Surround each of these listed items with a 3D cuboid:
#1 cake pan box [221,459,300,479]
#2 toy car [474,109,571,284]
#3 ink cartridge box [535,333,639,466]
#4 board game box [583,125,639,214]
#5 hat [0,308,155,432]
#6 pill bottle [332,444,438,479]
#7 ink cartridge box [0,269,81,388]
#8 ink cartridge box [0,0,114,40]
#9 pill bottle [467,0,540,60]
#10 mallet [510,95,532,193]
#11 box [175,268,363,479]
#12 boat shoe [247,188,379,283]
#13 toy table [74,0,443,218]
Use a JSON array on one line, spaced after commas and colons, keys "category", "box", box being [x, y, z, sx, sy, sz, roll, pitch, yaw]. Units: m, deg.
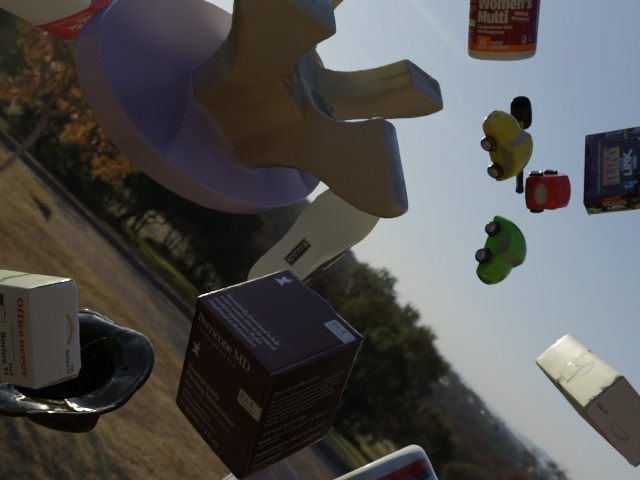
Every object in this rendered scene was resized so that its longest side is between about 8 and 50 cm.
[{"category": "cake pan box", "box": [-0.123, 0.609, 1.629, 0.267, 0.245, 0.070, 57, -10, -13]}, {"category": "toy car", "box": [0.283, -0.040, 1.090, 0.053, 0.225, 0.239, 7, -19, 45]}, {"category": "ink cartridge box", "box": [0.445, 0.250, 1.226, 0.139, 0.082, 0.191, 48, 2, -14]}, {"category": "board game box", "box": [0.588, -0.139, 1.493, 0.141, 0.170, 0.048, -7, -35, 29]}, {"category": "hat", "box": [-0.456, 0.256, 1.354, 0.331, 0.331, 0.134, 42, -46, 52]}, {"category": "pill bottle", "box": [0.133, 0.513, 1.147, 0.210, 0.210, 0.363, 59, 6, -73]}, {"category": "ink cartridge box", "box": [-0.467, 0.127, 1.153, 0.208, 0.153, 0.087, 3, 9, 30]}, {"category": "ink cartridge box", "box": [-0.318, -0.333, 0.813, 0.218, 0.092, 0.159, 16, 68, -60]}, {"category": "pill bottle", "box": [0.315, -0.425, 1.310, 0.121, 0.121, 0.221, -140, -135, -60]}, {"category": "mallet", "box": [0.355, -0.162, 1.362, 0.039, 0.190, 0.062, -1, -23, 18]}, {"category": "box", "box": [-0.077, 0.182, 1.067, 0.168, 0.167, 0.203, 40, -51, 33]}, {"category": "boat shoe", "box": [0.000, 0.000, 1.364, 0.108, 0.301, 0.102, 47, 15, 5]}, {"category": "toy table", "box": [-0.027, -0.123, 0.600, 0.274, 0.161, 0.252, -8, 83, -60]}]
